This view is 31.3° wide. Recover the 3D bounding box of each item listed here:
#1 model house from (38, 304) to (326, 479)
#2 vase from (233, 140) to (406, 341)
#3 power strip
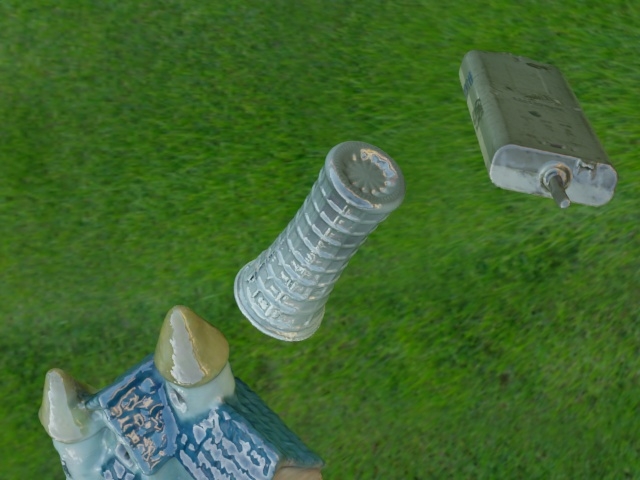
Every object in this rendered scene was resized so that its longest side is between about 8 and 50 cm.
[{"bbox_3d":[-0.125,0.187,0.977,0.267,0.194,0.324,38,149,37],"label":"model house"},{"bbox_3d":[0.000,0.000,1.539,0.143,0.143,0.299,48,137,13],"label":"vase"},{"bbox_3d":[0.164,-0.086,0.878,0.092,0.268,0.034,11,117,-6],"label":"power strip"}]
